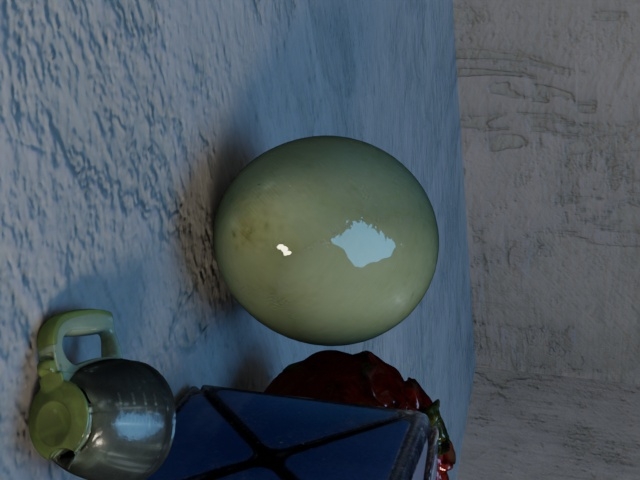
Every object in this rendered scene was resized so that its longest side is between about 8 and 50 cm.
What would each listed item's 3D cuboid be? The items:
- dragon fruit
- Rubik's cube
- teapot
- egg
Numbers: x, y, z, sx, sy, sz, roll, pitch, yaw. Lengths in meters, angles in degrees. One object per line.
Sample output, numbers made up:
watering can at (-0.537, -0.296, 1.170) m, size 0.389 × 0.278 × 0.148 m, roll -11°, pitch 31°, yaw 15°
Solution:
dragon fruit at (0.022, 0.257, 1.213) m, size 0.244 × 0.244 × 0.299 m, roll -69°, pitch -178°, yaw -45°
Rubik's cube at (-0.041, 0.305, 0.949) m, size 0.259 × 0.260 × 0.255 m, roll -47°, pitch 138°, yaw -62°
teapot at (-0.173, 0.119, 0.778) m, size 0.092 × 0.124 × 0.090 m, roll -47°, pitch 152°, yaw 14°
egg at (0.000, 0.000, 1.089) m, size 0.295 × 0.218 × 0.219 m, roll 4°, pitch 90°, yaw -62°
